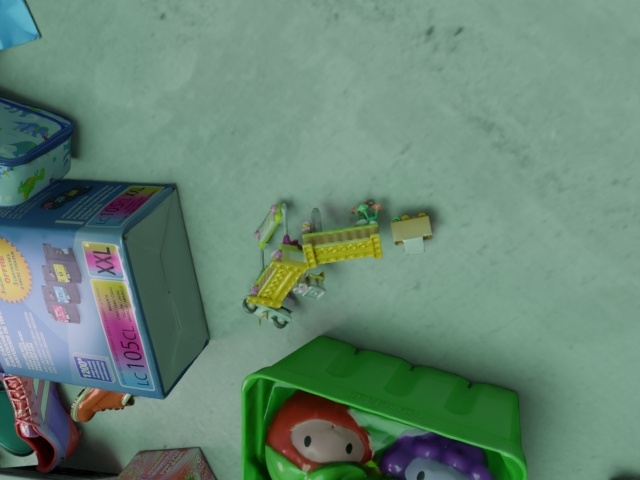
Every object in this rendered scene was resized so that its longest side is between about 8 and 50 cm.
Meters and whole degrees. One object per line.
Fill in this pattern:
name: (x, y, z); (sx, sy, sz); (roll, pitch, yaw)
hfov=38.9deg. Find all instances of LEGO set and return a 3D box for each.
LEGO set: (0.000, 0.000, 1.146); (0.287, 0.107, 0.132); (-33, 136, 31)

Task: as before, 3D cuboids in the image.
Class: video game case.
video game case: (-0.461, 0.405, 1.542); (0.190, 0.173, 0.022); (0, 81, 25)

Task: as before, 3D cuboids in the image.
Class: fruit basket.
fruit basket: (0.055, 0.331, 1.125); (0.392, 0.392, 0.283); (14, 123, 17)

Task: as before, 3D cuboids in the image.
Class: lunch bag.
lunch bag: (-0.454, -0.135, 1.212); (0.219, 0.176, 0.090); (20, 120, 11)

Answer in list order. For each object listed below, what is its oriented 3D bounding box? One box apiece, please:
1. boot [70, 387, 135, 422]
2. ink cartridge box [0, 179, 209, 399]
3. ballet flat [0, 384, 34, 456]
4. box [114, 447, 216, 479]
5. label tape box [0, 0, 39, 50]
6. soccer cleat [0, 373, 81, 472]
boot: (-0.346, 0.256, 1.461); (0.084, 0.059, 0.158); (34, 126, -3)
ink cartridge box: (-0.383, 0.060, 1.309); (0.395, 0.151, 0.270); (5, 120, 25)
ballet flat: (-0.589, 0.283, 1.586); (0.247, 0.083, 0.087); (45, 151, -4)
box: (-0.282, 0.476, 1.404); (0.142, 0.300, 0.154); (-11, 113, 29)
label tape box: (-0.575, -0.309, 1.148); (0.348, 0.115, 0.249); (-13, 116, 14)
soccer cleat: (-0.483, 0.270, 1.506); (0.083, 0.095, 0.248); (-10, 115, 26)
